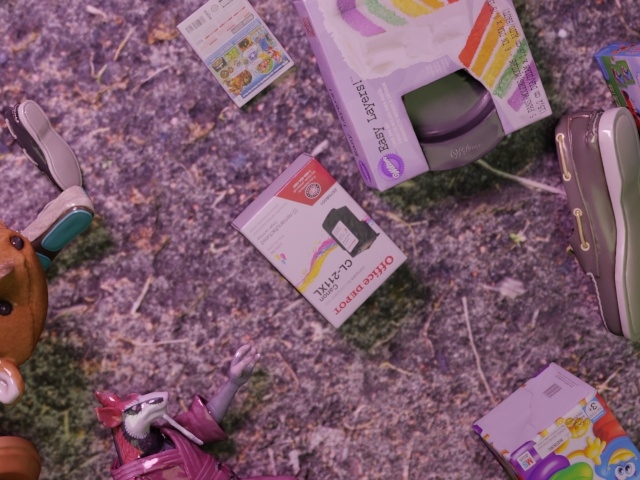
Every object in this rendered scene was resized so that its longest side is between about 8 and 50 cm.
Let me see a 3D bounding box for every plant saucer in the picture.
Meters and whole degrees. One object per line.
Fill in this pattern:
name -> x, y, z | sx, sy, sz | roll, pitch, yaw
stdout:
plant saucer -> -0.405, 0.301, 1.433 | 0.200, 0.200, 0.037 | -35, 63, -6

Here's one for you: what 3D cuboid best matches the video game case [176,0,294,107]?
video game case -> -0.101, -0.233, 1.503 | 0.087, 0.011, 0.122 | -39, 105, -5

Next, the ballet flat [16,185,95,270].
ballet flat -> -0.327, -0.001, 1.466 | 0.168, 0.052, 0.057 | -37, 140, 13

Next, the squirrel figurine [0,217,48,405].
squirrel figurine -> -0.494, 0.090, 1.333 | 0.370, 0.281, 0.397 | 16, 112, -27

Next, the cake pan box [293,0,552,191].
cake pan box -> 0.127, -0.218, 1.531 | 0.245, 0.070, 0.267 | -23, 103, -7

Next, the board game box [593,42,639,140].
board game box -> 0.421, -0.162, 1.531 | 0.039, 0.211, 0.160 | -30, 104, -7

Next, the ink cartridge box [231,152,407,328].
ink cartridge box -> 0.000, 0.000, 1.531 | 0.127, 0.072, 0.175 | -45, 105, -4

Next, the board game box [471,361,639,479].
board game box -> 0.344, 0.319, 1.623 | 0.142, 0.144, 0.275 | -38, 104, -4

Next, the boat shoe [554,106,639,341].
boat shoe -> 0.362, -0.019, 1.604 | 0.109, 0.091, 0.305 | -31, 115, -51

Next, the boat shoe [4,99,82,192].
boat shoe -> -0.322, -0.104, 1.458 | 0.038, 0.046, 0.125 | -12, 123, 32

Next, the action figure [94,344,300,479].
action figure -> -0.139, 0.310, 1.524 | 0.370, 0.248, 0.276 | 41, 127, -6
